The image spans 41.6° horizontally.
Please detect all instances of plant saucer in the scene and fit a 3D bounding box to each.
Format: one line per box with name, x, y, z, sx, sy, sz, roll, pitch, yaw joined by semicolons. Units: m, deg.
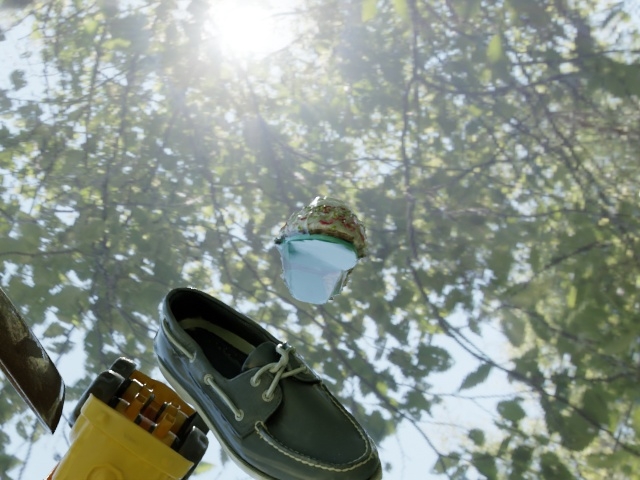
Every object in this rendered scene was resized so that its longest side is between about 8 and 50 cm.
plant saucer;-0.279;0.081;0.736;0.036;0.199;0.198;-36;-67;-24

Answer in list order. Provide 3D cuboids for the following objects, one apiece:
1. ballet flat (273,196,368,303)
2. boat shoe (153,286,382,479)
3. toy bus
ballet flat;0.000;0.000;0.844;0.091;0.241;0.077;16;-109;-4
boat shoe;-0.066;0.149;0.868;0.116;0.319;0.099;-26;-49;-36
toy bus;-0.243;0.267;0.991;0.149;0.220;0.211;34;-90;-4
